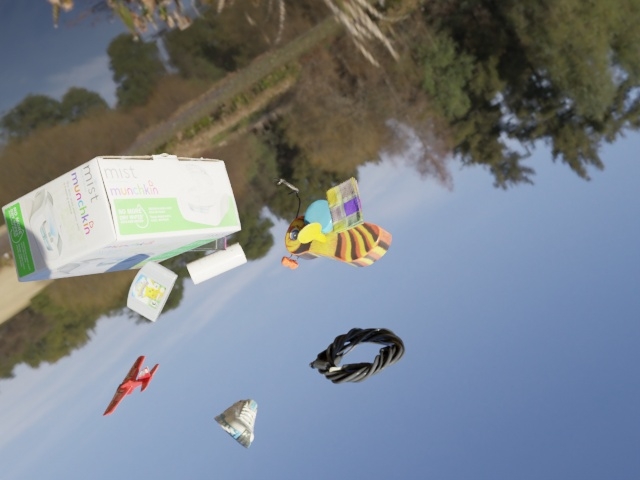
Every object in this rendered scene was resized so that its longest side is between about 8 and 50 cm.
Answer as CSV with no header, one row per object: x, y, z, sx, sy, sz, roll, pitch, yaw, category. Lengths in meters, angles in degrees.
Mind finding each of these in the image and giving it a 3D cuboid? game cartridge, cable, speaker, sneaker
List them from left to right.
-0.251,0.073,1.117,0.083,0.056,0.017,-63,174,17,game cartridge
-0.246,0.053,1.779,0.136,0.055,0.055,-24,-173,-10,speaker
-0.158,0.353,1.509,0.083,0.071,0.190,-45,-168,-13,sneaker
0.079,0.202,1.379,0.184,0.047,0.150,-23,-165,-37,cable

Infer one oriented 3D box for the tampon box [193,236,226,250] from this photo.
-0.295,-0.037,1.665,0.161,0.121,0.101,-1,177,5,tampon box

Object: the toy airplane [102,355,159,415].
-0.358,0.273,1.455,0.151,0.028,0.151,-44,-163,17,toy airplane

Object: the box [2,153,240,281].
-0.298,-0.036,1.157,0.231,0.127,0.262,-18,173,32,box

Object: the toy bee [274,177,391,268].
0.000,0.000,1.569,0.298,0.195,0.162,28,-87,56,toy bee

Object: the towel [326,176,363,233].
0.039,-0.057,1.240,0.060,0.083,0.009,-22,155,27,towel
